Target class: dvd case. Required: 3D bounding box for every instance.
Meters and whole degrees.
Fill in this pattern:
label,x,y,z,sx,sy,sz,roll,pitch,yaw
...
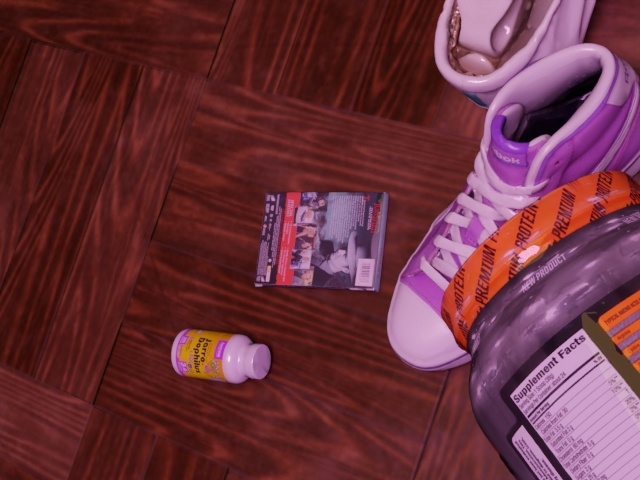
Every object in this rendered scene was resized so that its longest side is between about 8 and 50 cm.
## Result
label,x,y,z,sx,sy,sz,roll,pitch,yaw
dvd case,0.000,0.000,0.914,0.119,0.013,0.087,0,78,29

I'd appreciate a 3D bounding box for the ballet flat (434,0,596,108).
label,x,y,z,sx,sy,sz,roll,pitch,yaw
ballet flat,0.170,-0.283,0.749,0.139,0.139,0.400,25,113,31

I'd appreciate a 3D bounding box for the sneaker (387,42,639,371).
label,x,y,z,sx,sy,sz,roll,pitch,yaw
sneaker,0.124,-0.027,0.770,0.102,0.161,0.282,41,100,28

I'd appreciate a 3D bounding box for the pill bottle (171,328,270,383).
label,x,y,z,sx,sy,sz,roll,pitch,yaw
pill bottle,-0.087,0.102,0.918,0.083,0.043,0.043,3,79,29

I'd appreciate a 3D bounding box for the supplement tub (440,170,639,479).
label,x,y,z,sx,sy,sz,roll,pitch,yaw
supplement tub,0.233,0.131,0.645,0.207,0.207,0.338,-41,62,14
